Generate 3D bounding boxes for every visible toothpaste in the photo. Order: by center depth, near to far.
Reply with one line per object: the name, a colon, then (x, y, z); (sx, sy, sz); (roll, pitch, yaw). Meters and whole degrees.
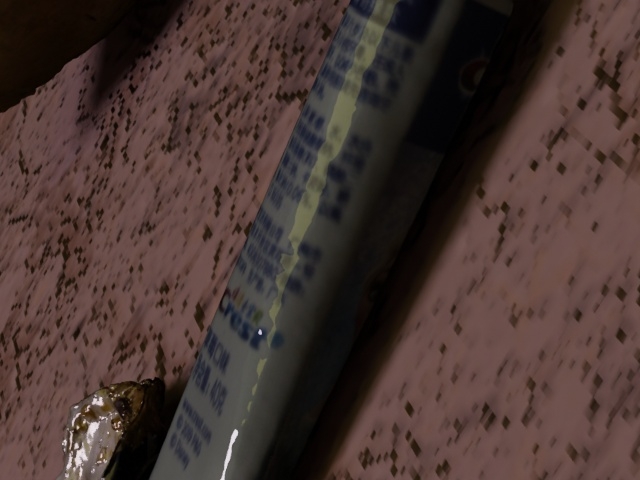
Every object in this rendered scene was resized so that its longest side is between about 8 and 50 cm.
toothpaste: (0.000, 0.000, 0.473); (0.216, 0.037, 0.062); (-65, 25, 8)

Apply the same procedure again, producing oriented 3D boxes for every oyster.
oyster: (-0.066, 0.075, 0.551); (0.083, 0.019, 0.054); (-64, 23, 6)

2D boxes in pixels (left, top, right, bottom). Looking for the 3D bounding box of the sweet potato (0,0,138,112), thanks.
sweet potato: (-0.051, -0.214, 0.682); (0.423, 0.130, 0.130); (-53, 26, 9)
